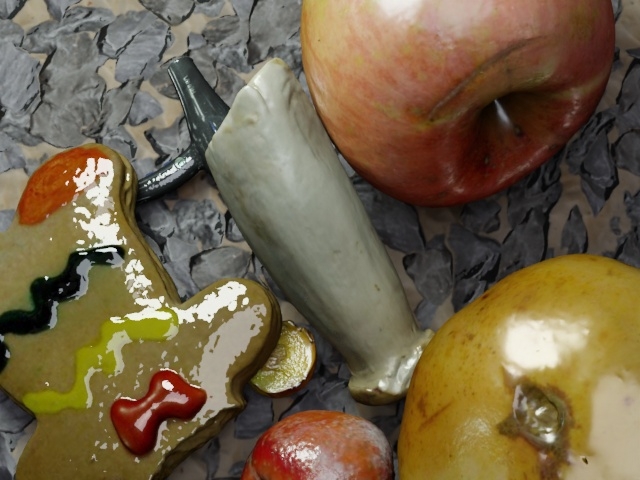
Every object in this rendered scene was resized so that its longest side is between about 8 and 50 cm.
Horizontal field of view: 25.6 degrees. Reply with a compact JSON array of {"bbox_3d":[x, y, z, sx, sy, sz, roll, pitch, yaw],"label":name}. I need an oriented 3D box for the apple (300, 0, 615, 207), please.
[{"bbox_3d":[0.144,-0.237,1.607,0.364,0.364,0.364,0,74,0],"label":"apple"}]

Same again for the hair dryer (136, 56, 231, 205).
[{"bbox_3d":[-0.197,-0.102,1.724,0.219,0.075,0.195,-31,69,-1],"label":"hair dryer"}]

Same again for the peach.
[{"bbox_3d":[-0.050,0.141,1.650,0.098,0.061,0.098,-1,64,3],"label":"peach"}]

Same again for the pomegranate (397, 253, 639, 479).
[{"bbox_3d":[0.293,0.219,1.477,0.417,0.416,0.416,0,74,0],"label":"pomegranate"}]

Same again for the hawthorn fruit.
[{"bbox_3d":[-0.002,0.269,1.563,0.173,0.173,0.173,0,74,0],"label":"hawthorn fruit"}]

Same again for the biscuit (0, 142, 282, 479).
[{"bbox_3d":[-0.262,0.093,1.623,0.368,0.076,0.394,-37,74,-1],"label":"biscuit"}]

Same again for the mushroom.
[{"bbox_3d":[-0.008,0.001,1.603,0.154,0.137,0.407,-23,99,34],"label":"mushroom"}]
